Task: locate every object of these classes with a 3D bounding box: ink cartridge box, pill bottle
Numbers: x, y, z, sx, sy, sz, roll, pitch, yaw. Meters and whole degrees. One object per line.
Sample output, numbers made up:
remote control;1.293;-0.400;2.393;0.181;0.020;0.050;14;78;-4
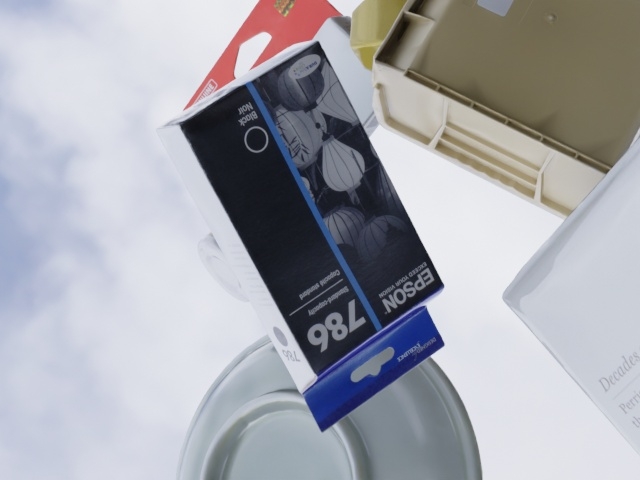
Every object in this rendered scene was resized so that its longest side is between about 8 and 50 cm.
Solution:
ink cartridge box;0.000;0.000;1.561;0.165;0.065;0.332;-35;-74;-23
ink cartridge box;-0.047;-0.185;2.209;0.239;0.275;0.060;45;-153;14
pill bottle;-0.052;-0.015;1.960;0.169;0.094;0.094;-42;-90;-21

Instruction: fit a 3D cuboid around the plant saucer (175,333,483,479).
plant saucer;-0.021;0.273;1.831;0.100;0.400;0.400;19;-138;-54

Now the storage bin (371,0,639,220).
storage bin;0.218;-0.191;1.673;0.260;0.123;0.262;27;-110;9

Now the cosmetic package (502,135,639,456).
cosmetic package;0.454;0.048;1.503;0.329;0.327;0.393;-28;-108;-41

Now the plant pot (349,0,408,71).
plant pot;0.078;-0.223;1.830;0.081;0.083;0.081;50;-141;-53
